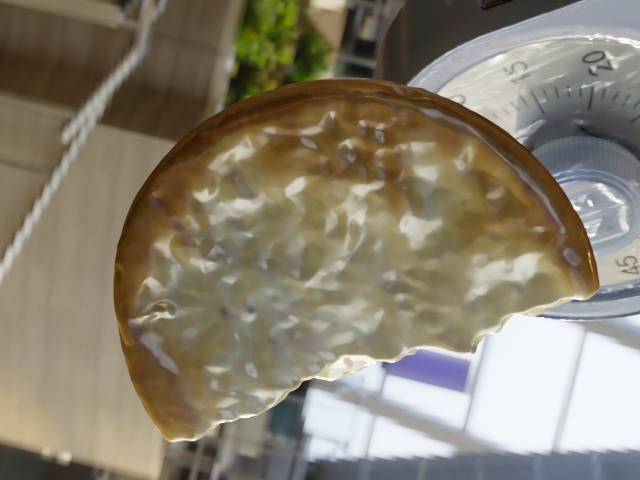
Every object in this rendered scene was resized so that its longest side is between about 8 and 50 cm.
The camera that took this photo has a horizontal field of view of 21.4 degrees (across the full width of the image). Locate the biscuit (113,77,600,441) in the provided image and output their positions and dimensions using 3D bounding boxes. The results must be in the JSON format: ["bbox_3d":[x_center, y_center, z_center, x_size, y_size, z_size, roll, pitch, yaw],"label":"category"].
[{"bbox_3d":[0.000,0.000,1.052,0.204,0.309,0.040,64,18,-17],"label":"biscuit"}]

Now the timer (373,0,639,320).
[{"bbox_3d":[0.206,-0.076,1.425,0.395,0.395,0.173,100,-5,-48],"label":"timer"}]
